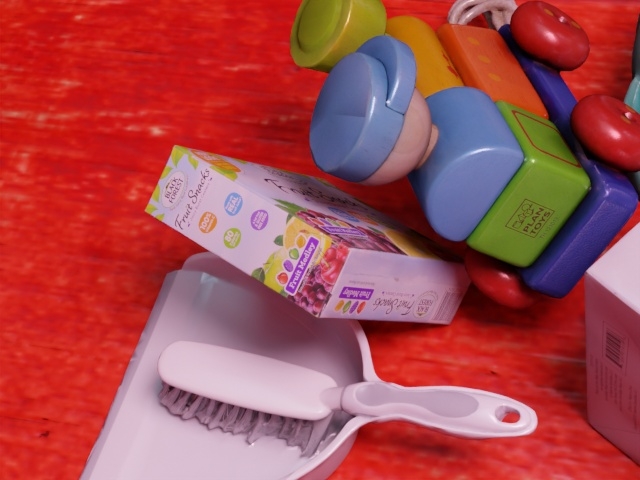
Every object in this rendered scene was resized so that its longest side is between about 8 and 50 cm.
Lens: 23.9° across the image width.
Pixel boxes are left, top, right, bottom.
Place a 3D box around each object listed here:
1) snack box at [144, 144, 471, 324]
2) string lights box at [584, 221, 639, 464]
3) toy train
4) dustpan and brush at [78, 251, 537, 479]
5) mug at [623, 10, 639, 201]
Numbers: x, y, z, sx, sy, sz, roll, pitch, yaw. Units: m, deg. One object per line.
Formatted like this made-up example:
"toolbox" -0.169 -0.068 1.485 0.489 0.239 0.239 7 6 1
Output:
"snack box" 0.000 0.000 0.696 0.100 0.141 0.037 29 99 26
"string lights box" 0.230 -0.013 0.662 0.260 0.133 0.077 -41 59 -16
"toy train" 0.047 -0.086 0.728 0.105 0.143 0.248 -54 31 25
"dustpan and brush" -0.004 0.073 0.693 0.211 0.060 0.147 10 59 17
"mug" 0.202 -0.093 0.716 0.158 0.129 0.097 -21 48 -39
